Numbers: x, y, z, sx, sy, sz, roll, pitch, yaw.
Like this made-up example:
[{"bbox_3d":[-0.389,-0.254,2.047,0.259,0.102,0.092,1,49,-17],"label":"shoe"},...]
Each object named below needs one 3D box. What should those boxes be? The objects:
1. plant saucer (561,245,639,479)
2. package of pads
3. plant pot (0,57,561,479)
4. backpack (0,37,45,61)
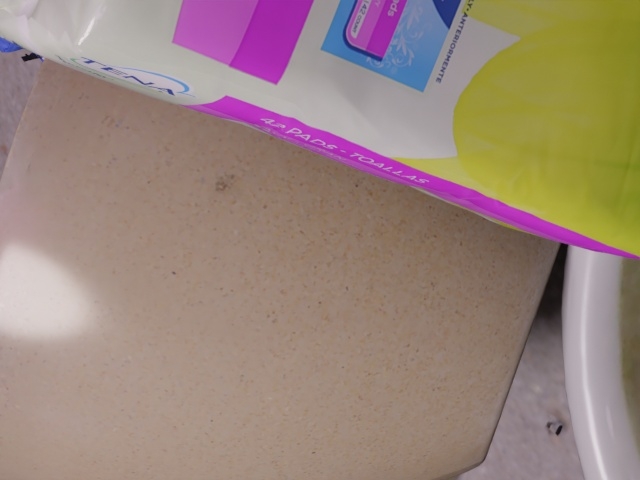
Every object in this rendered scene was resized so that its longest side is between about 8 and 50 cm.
[{"bbox_3d":[0.270,0.063,0.565,0.400,0.100,0.400,21,122,38],"label":"plant saucer"},{"bbox_3d":[0.061,-0.159,0.494,0.101,0.229,0.296,24,95,57],"label":"package of pads"},{"bbox_3d":[0.000,0.000,0.708,0.191,0.284,0.284,18,125,7],"label":"plant pot"},{"bbox_3d":[-0.133,-0.136,0.865,0.120,0.101,0.098,43,141,16],"label":"backpack"}]
